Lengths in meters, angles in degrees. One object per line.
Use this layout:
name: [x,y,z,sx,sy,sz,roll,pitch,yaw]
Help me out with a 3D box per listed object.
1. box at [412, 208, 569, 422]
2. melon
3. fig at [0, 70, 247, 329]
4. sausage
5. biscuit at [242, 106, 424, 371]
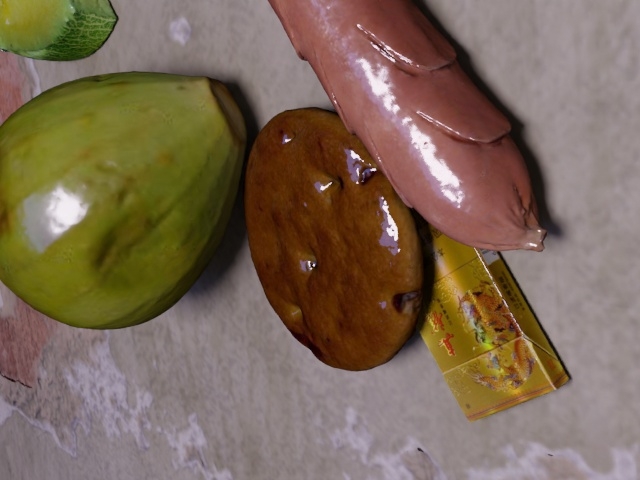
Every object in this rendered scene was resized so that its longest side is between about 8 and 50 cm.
box: [0.098,0.044,0.633,0.089,0.022,0.156,-35,79,49]
melon: [-0.281,-0.232,0.886,0.210,0.064,0.117,8,106,41]
fig: [-0.171,-0.039,0.742,0.230,0.207,0.207,-40,76,46]
sausage: [0.010,-0.165,0.598,0.433,0.088,0.088,58,136,12]
biscuit: [0.000,0.000,0.685,0.212,0.036,0.212,29,127,47]
